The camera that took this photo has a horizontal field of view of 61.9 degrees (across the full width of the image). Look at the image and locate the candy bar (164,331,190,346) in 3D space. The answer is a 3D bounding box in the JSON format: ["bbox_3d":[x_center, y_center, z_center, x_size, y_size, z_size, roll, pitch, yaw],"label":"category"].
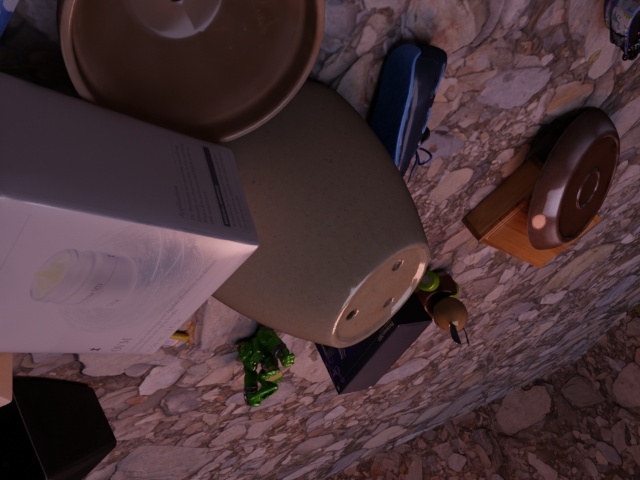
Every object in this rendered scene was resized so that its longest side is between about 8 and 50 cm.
[{"bbox_3d":[-0.304,0.173,0.970,0.040,0.018,0.161,-38,147,19],"label":"candy bar"}]

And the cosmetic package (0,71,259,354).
[{"bbox_3d":[-0.221,0.000,0.510,0.224,0.138,0.224,13,135,-42],"label":"cosmetic package"}]

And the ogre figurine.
[{"bbox_3d":[-0.123,0.262,1.144,0.096,0.118,0.197,-11,142,-20],"label":"ogre figurine"}]

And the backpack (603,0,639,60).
[{"bbox_3d":[0.493,-0.358,0.819,0.105,0.084,0.114,-37,151,12],"label":"backpack"}]

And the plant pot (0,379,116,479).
[{"bbox_3d":[-0.485,0.360,0.948,0.187,0.188,0.167,-45,158,21],"label":"plant pot"}]

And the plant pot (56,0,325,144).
[{"bbox_3d":[-0.123,-0.212,0.505,0.237,0.110,0.237,-20,146,-15],"label":"plant pot"}]

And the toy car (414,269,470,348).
[{"bbox_3d":[0.298,0.185,1.307,0.149,0.189,0.155,-43,145,20],"label":"toy car"}]

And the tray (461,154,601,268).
[{"bbox_3d":[0.519,-0.049,1.275,0.203,0.076,0.410,-46,144,23],"label":"tray"}]

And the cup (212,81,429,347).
[{"bbox_3d":[0.000,0.000,0.703,0.331,0.237,0.331,-34,150,-23],"label":"cup"}]

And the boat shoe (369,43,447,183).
[{"bbox_3d":[0.128,-0.157,0.786,0.088,0.109,0.258,-16,147,-27],"label":"boat shoe"}]

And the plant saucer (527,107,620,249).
[{"bbox_3d":[0.538,-0.114,1.110,0.310,0.050,0.311,-23,128,-33],"label":"plant saucer"}]

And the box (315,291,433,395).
[{"bbox_3d":[0.095,0.181,1.145,0.103,0.184,0.261,-3,138,-37],"label":"box"}]

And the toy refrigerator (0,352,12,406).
[{"bbox_3d":[-0.531,0.147,0.690,0.102,0.094,0.270,-21,146,-2],"label":"toy refrigerator"}]

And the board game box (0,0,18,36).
[{"bbox_3d":[-0.309,-0.207,0.446,0.090,0.020,0.090,-46,146,23],"label":"board game box"}]
